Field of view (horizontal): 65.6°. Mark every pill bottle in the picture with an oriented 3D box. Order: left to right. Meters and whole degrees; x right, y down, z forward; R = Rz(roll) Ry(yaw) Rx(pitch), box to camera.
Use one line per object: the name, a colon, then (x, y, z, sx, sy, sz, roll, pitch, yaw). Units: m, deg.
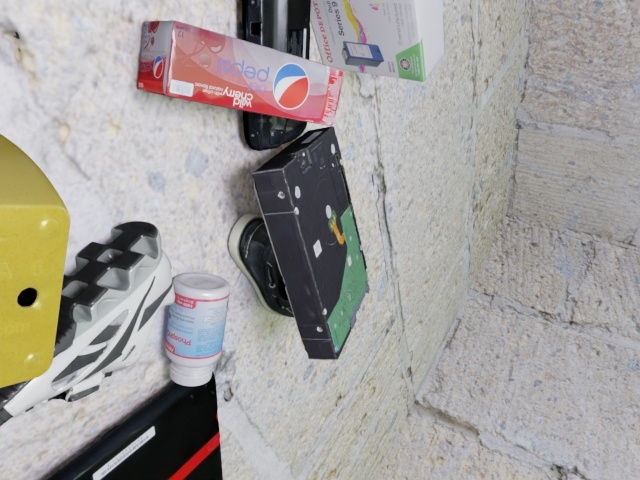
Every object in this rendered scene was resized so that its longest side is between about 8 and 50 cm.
pill bottle: (-0.192, 0.137, 0.766, 0.087, 0.087, 0.160, -12, 116, -58)

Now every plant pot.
plant pot: (-0.318, 0.021, 0.380, 0.212, 0.187, 0.212, -4, 110, -59)

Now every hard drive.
hard drive: (0.000, 0.000, 0.858, 0.237, 0.064, 0.339, -54, 134, -55)

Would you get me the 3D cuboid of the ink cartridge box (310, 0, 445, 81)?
ink cartridge box: (0.093, -0.371, 0.848, 0.093, 0.212, 0.154, -54, 147, -23)

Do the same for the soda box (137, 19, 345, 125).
soda box: (-0.097, -0.214, 0.660, 0.263, 0.092, 0.084, 0, 107, -41)

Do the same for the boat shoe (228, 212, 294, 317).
boat shoe: (-0.049, 0.072, 0.948, 0.127, 0.113, 0.340, -58, 148, -24)

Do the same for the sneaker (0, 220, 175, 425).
sneaker: (-0.284, 0.132, 0.568, 0.330, 0.122, 0.146, -48, 141, -36)

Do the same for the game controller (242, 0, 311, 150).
game controller: (-0.065, -0.305, 0.782, 0.166, 0.067, 0.320, -49, 147, -60)

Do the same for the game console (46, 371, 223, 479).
game console: (-0.300, 0.420, 0.772, 0.386, 0.060, 0.342, -34, 132, -51)
